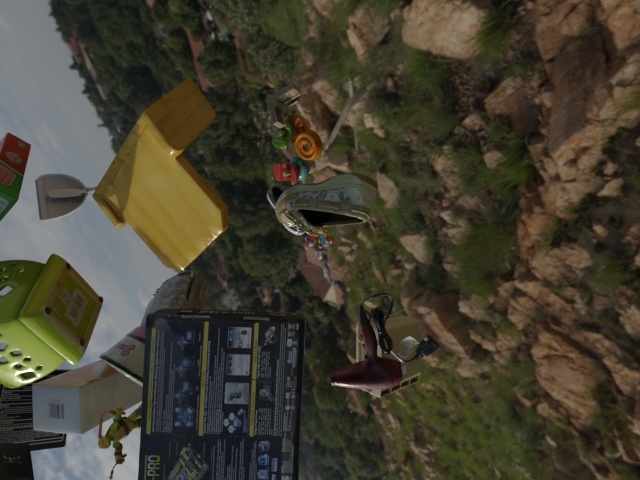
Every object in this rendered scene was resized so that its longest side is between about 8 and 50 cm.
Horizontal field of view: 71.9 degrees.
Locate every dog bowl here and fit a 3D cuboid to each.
[{"bbox_3d":[-0.526,0.445,1.497,0.408,0.150,0.408,25,151,15],"label":"dog bowl"}]

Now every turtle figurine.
[{"bbox_3d":[-0.632,0.616,1.432,0.087,0.217,0.269,15,113,29],"label":"turtle figurine"}]

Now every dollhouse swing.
[{"bbox_3d":[-0.363,-0.158,1.159,0.305,0.315,0.347,40,128,-16],"label":"dollhouse swing"}]

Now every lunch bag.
[{"bbox_3d":[-0.569,0.289,1.764,0.213,0.256,0.305,33,-150,-24],"label":"lunch bag"}]

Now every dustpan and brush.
[{"bbox_3d":[-0.742,-0.144,1.344,0.060,0.211,0.147,-39,63,57],"label":"dustpan and brush"}]

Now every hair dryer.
[{"bbox_3d":[0.137,0.287,1.156,0.224,0.293,0.080,41,-167,0],"label":"hair dryer"}]

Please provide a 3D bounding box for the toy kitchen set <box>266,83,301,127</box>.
[{"bbox_3d":[-0.077,-0.332,1.107,0.068,0.083,0.075,10,-119,-59],"label":"toy kitchen set"}]

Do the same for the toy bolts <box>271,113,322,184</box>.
[{"bbox_3d":[-0.052,-0.309,1.530,0.218,0.158,0.228,24,124,30],"label":"toy bolts"}]

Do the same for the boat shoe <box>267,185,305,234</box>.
[{"bbox_3d":[-0.131,-0.125,1.784,0.228,0.080,0.076,56,157,3],"label":"boat shoe"}]

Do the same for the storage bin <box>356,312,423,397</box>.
[{"bbox_3d":[0.272,0.437,1.714,0.123,0.262,0.260,4,94,47],"label":"storage bin"}]

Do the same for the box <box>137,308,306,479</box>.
[{"bbox_3d":[-0.196,0.344,0.904,0.097,0.318,0.394,167,105,-83],"label":"box"}]

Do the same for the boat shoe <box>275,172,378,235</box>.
[{"bbox_3d":[-0.006,-0.063,0.917,0.285,0.105,0.089,-14,59,51],"label":"boat shoe"}]

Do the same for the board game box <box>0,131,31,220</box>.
[{"bbox_3d":[-0.853,-0.112,1.124,0.064,0.242,0.316,37,-168,-41],"label":"board game box"}]

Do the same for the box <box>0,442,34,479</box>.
[{"bbox_3d":[-0.895,0.603,1.158,0.233,0.059,0.183,26,175,-39],"label":"box"}]

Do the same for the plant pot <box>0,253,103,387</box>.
[{"bbox_3d":[-0.664,0.178,1.038,0.228,0.207,0.227,-98,-8,-49],"label":"plant pot"}]

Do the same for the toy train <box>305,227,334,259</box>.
[{"bbox_3d":[0.000,0.000,1.638,0.166,0.046,0.125,47,122,56],"label":"toy train"}]

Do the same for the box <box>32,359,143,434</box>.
[{"bbox_3d":[-0.872,0.585,1.696,0.345,0.215,0.168,-2,-90,-75],"label":"box"}]

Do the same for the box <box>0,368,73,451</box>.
[{"bbox_3d":[-1.134,0.639,1.687,0.296,0.183,0.294,30,-121,-57],"label":"box"}]
